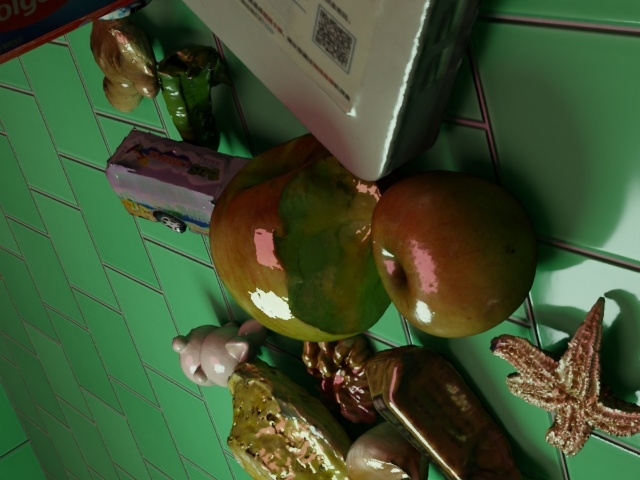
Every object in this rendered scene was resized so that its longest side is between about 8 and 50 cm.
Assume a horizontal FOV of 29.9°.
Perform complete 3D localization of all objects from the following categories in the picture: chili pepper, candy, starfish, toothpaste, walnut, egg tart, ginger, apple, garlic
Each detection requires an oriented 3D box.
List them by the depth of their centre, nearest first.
[{"bbox_3d":[0.144,0.012,1.272,0.182,0.155,0.182,55,157,38],"label":"apple"},{"bbox_3d":[0.274,0.155,1.296,0.238,0.071,0.216,16,137,44],"label":"starfish"},{"bbox_3d":[0.000,0.000,1.402,0.246,0.246,0.226,7,132,56],"label":"apple"},{"bbox_3d":[-0.290,-0.309,1.471,0.076,0.320,0.066,60,151,-7],"label":"toothpaste"},{"bbox_3d":[0.168,0.245,1.527,0.271,0.101,0.143,51,161,0],"label":"candy"},{"bbox_3d":[0.093,0.302,1.644,0.115,0.128,0.207,13,155,8],"label":"garlic"},{"bbox_3d":[-0.181,-0.169,1.653,0.359,0.084,0.076,113,134,-72],"label":"chili pepper"},{"bbox_3d":[-0.192,-0.242,1.681,0.208,0.049,0.043,18,110,54],"label":"chili pepper"},{"bbox_3d":[-0.279,-0.264,1.732,0.333,0.081,0.148,-172,68,-72],"label":"ginger"},{"bbox_3d":[0.026,0.190,1.734,0.143,0.069,0.170,12,125,57],"label":"walnut"},{"bbox_3d":[-0.041,0.328,1.849,0.341,0.132,0.341,41,163,16],"label":"egg tart"}]

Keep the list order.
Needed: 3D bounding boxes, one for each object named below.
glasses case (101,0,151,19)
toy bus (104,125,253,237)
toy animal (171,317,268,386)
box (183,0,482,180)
[{"bbox_3d":[-0.359,-0.420,1.685,0.327,0.125,0.076,45,141,24],"label":"glasses case"},{"bbox_3d":[-0.146,-0.065,1.638,0.317,0.112,0.138,15,155,35],"label":"toy bus"},{"bbox_3d":[-0.150,0.192,1.985,0.212,0.124,0.124,-5,114,53],"label":"toy animal"},{"bbox_3d":[-0.013,-0.297,1.195,0.396,0.111,0.397,46,155,18],"label":"box"}]
